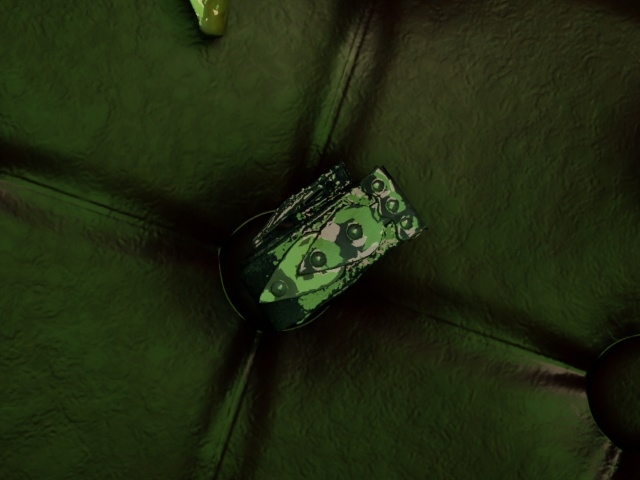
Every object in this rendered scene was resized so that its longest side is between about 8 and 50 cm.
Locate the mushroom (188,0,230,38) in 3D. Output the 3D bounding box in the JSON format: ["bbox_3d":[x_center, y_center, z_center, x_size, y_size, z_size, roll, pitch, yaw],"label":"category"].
[{"bbox_3d":[-0.165,-0.408,1.305,0.107,0.087,0.333,-3,93,-9],"label":"mushroom"}]

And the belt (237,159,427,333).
[{"bbox_3d":[0.000,0.001,1.311,0.218,0.122,0.128,-38,94,-13],"label":"belt"}]
